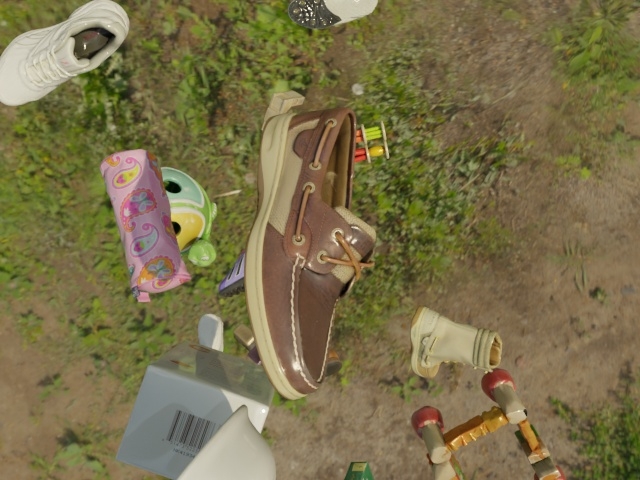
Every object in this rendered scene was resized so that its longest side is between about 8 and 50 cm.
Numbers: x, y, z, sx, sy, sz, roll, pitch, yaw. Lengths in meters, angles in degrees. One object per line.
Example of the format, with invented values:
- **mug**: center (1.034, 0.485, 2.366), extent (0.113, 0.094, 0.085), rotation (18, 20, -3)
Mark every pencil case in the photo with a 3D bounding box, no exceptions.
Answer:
- **pencil case**: center (-0.341, -0.031, 1.360), extent (0.124, 0.124, 0.284), rotation (-23, 77, 26)

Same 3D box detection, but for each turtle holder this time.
- **turtle holder**: center (-0.430, -0.054, 1.967), extent (0.243, 0.227, 0.320), rotation (-18, 81, 8)

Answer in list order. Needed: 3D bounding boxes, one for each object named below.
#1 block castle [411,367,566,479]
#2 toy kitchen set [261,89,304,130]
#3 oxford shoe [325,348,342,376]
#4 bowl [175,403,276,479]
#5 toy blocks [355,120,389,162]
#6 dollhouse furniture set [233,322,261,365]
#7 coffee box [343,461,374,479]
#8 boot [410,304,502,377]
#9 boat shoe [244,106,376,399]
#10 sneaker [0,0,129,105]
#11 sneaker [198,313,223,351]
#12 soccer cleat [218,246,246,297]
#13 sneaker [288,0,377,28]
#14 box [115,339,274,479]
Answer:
- **block castle**: center (0.463, 0.589, 1.888), extent (0.303, 0.213, 0.453), rotation (-30, 112, 6)
- **toy kitchen set**: center (-0.065, -0.254, 1.454), extent (0.068, 0.075, 0.083), rotation (34, 121, 19)
- **oxford shoe**: center (-0.050, 0.359, 1.998), extent (0.212, 0.076, 0.076), rotation (-13, 133, -14)
- **bowl**: center (-0.148, 0.373, 0.925), extent (0.134, 0.298, 0.298), rotation (40, 117, 5)
- **toy blocks**: center (0.096, -0.244, 1.814), extent (0.148, 0.054, 0.123), rotation (-12, 143, 4)
- **dollhouse furniture set**: center (-0.086, 0.177, 1.220), extent (0.114, 0.091, 0.081), rotation (30, 160, 48)
- **coffee box**: center (0.086, 0.534, 1.365), extent (0.040, 0.113, 0.184), rotation (-9, 115, 25)
- **boot**: center (0.321, 0.267, 1.662), extent (0.203, 0.095, 0.262), rotation (15, 142, 23)
- **boat shoe**: center (0.000, 0.000, 0.781), extent (0.123, 0.123, 0.342), rotation (-9, 61, 22)
- **sneaker**: center (-0.386, -0.271, 1.034), extent (0.232, 0.115, 0.090), rotation (-35, 123, 1)
- **sneaker**: center (-0.295, 0.306, 1.872), extent (0.080, 0.094, 0.212), rotation (9, 76, 19)
- **soccer cleat**: center (-0.158, 0.031, 1.884), extent (0.318, 0.108, 0.116), rotation (-38, 80, 6)
- **sneaker**: center (0.025, -0.564, 1.707), extent (0.086, 0.237, 0.085), rotation (27, 130, 59)
- **box**: center (-0.210, 0.314, 1.304), extent (0.215, 0.345, 0.168), rotation (19, 89, 0)
